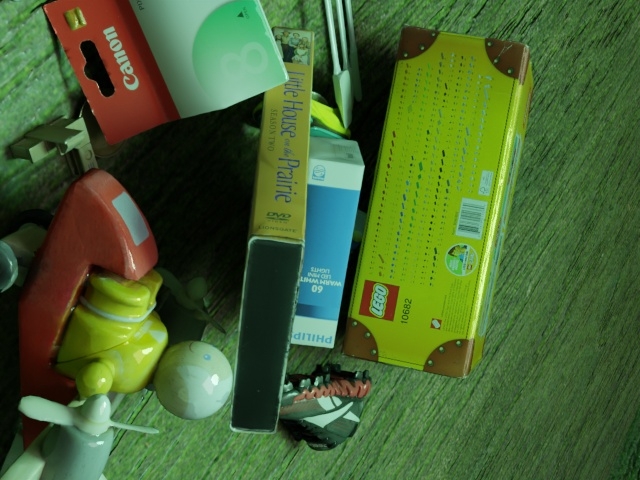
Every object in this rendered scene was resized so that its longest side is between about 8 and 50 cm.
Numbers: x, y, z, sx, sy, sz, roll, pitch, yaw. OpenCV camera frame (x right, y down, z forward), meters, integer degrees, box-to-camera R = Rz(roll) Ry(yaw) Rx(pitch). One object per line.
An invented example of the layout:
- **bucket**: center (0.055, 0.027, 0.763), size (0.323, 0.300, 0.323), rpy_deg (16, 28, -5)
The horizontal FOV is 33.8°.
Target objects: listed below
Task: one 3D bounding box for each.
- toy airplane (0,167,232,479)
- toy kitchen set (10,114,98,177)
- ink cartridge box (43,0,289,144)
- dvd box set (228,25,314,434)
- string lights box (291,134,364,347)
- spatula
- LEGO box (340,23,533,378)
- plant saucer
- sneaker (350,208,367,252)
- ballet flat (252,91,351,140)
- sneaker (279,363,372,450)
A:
- **toy airplane**: center (-0.232, 0.166, 1.154), size (0.384, 0.272, 0.386), rpy_deg (81, 17, -61)
- **toy kitchen set**: center (-0.287, -0.090, 1.189), size (0.083, 0.068, 0.075), rpy_deg (-41, 131, -41)
- **ink cartridge box**: center (-0.171, -0.224, 1.185), size (0.224, 0.056, 0.181), rpy_deg (-24, 110, -4)
- **dvd box set**: center (-0.057, -0.023, 1.284), size (0.420, 0.062, 0.307), rpy_deg (-88, -174, -50)
- **string lights box**: center (0.000, 0.000, 1.438), size (0.133, 0.077, 0.260), rpy_deg (-97, -164, -71)
- **spatula**: center (0.036, -0.306, 1.591), size (0.168, 0.019, 0.242), rpy_deg (-58, 144, -61)
- **LEGO box**: center (0.200, -0.052, 1.689), size (0.372, 0.193, 0.500), rpy_deg (11, 90, -78)
- **plant saucer**: center (-0.261, -0.141, 1.259), size (0.083, 0.015, 0.083), rpy_deg (-19, 114, -51)
- **sneaker**: center (-0.004, 0.017, 1.632), size (0.240, 0.091, 0.126), rpy_deg (-13, 128, -54)
- **ballet flat**: center (-0.030, -0.190, 1.541), size (0.231, 0.077, 0.077), rpy_deg (15, 66, -58)
- **sneaker**: center (-0.014, 0.268, 1.654), size (0.276, 0.097, 0.135), rpy_deg (8, 90, -57)
